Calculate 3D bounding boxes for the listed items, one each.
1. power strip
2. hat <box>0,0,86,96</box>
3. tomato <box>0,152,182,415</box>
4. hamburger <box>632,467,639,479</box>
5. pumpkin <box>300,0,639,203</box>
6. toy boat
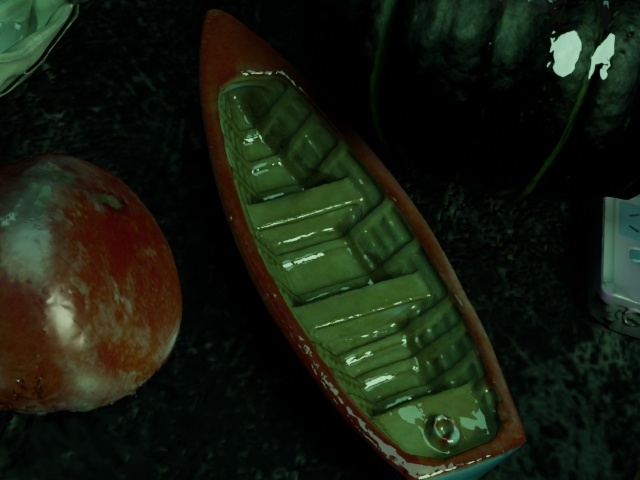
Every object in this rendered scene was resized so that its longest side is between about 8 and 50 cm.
[{"bbox_3d":[0.265,-0.027,1.029,0.109,0.037,0.279,17,46,-3],"label":"power strip"},{"bbox_3d":[-0.258,-0.225,0.907,0.232,0.275,0.161,16,1,-29],"label":"hat"},{"bbox_3d":[-0.169,0.014,0.810,0.189,0.099,0.173,-2,48,-21],"label":"tomato"},{"bbox_3d":[0.276,0.189,0.692,0.285,0.265,0.134,30,6,36],"label":"hamburger"},{"bbox_3d":[0.136,-0.173,0.940,0.296,0.296,0.296,9,47,-10],"label":"pumpkin"},{"bbox_3d":[0.000,0.000,0.891,0.136,0.079,0.392,-14,56,-26],"label":"toy boat"}]
